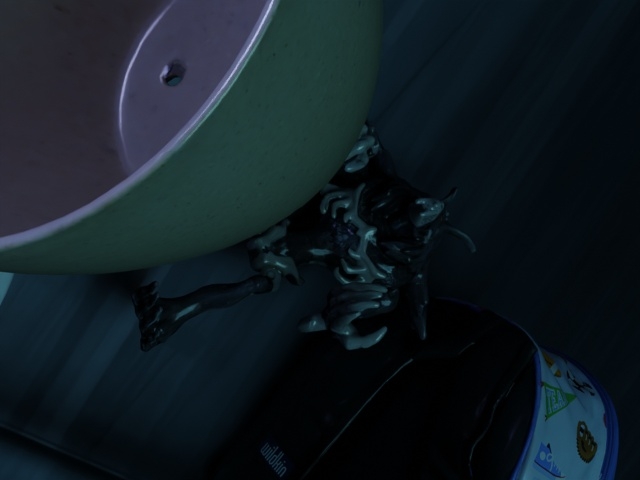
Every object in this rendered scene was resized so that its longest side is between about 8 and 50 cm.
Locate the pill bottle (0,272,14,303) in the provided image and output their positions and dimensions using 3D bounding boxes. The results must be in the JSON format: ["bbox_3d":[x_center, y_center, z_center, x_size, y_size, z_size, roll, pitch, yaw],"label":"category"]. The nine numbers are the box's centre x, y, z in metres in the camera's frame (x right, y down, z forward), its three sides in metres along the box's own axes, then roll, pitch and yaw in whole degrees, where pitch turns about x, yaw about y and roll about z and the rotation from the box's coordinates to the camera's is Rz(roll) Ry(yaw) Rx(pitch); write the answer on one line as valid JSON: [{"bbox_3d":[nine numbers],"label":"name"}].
[{"bbox_3d":[-0.319,-0.039,1.057,0.160,0.160,0.283,-50,128,-3],"label":"pill bottle"}]

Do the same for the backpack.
[{"bbox_3d":[0.095,0.182,1.371,0.213,0.276,0.263,24,91,-42],"label":"backpack"}]

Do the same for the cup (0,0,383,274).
[{"bbox_3d":[-0.098,-0.116,0.999,0.331,0.331,0.237,-55,147,1],"label":"cup"}]

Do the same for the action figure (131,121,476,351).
[{"bbox_3d":[0.000,0.000,1.285,0.276,0.141,0.164,-11,86,-23],"label":"action figure"}]
